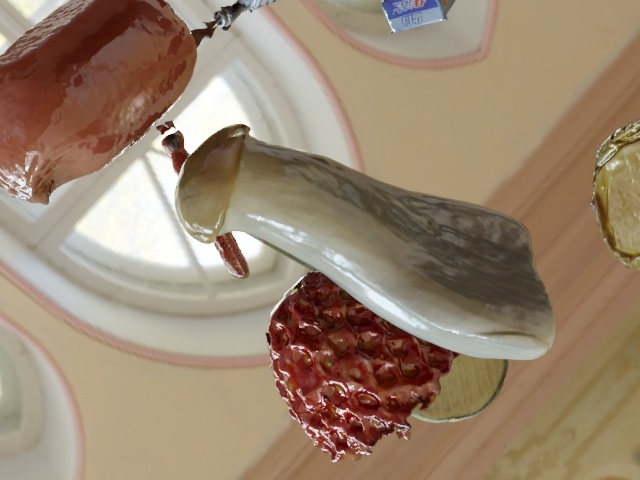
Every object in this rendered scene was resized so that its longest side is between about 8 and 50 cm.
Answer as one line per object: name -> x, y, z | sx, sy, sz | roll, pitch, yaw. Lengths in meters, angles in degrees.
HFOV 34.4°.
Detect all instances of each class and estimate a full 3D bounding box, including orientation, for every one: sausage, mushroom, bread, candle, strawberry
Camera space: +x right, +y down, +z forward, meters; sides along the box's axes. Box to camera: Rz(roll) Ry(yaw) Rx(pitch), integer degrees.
sausage -> -0.212, -0.146, 0.955 | 0.148, 0.148, 0.254 | -17, -155, 42
mushroom -> 0.039, -0.003, 0.884 | 0.159, 0.329, 0.122 | -127, -121, -74
bread -> 0.498, -0.070, 1.451 | 0.142, 0.227, 0.253 | -11, 179, -15
candle -> -0.217, -0.073, 1.919 | 0.048, 0.329, 0.051 | -26, -177, 28
bread -> 0.200, 0.183, 1.759 | 0.267, 0.267, 0.040 | -59, -170, -25
strawberry -> 0.033, 0.109, 1.112 | 0.234, 0.178, 0.234 | -45, -173, 7

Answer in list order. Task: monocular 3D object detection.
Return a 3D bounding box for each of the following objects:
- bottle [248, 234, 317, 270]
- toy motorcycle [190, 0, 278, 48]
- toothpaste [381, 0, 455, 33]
bottle -> 0.000, 0.000, 1.327 | 0.082, 0.286, 0.082 | -56, -168, 18
toy motorcycle -> -0.092, -0.430, 1.584 | 0.401, 0.207, 0.134 | -49, -175, -33
toothpaste -> 0.135, -0.306, 1.095 | 0.066, 0.053, 0.272 | -6, -147, 31
